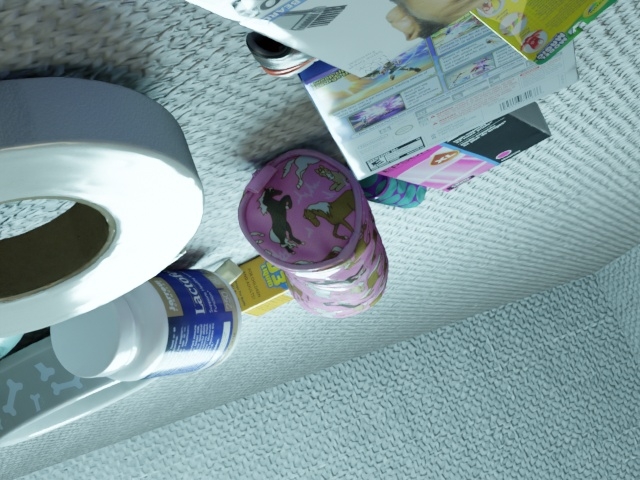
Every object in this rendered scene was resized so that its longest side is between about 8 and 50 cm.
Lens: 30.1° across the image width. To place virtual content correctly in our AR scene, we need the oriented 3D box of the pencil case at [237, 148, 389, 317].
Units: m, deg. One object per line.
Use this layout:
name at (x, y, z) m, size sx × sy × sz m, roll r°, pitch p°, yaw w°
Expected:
pencil case at (0.000, 0.000, 1.586) m, size 0.167 × 0.160 × 0.386 m, roll 0°, pitch 168°, yaw 6°

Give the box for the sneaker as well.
sneaker at (0.004, -0.195, 1.058) m, size 0.158 × 0.061 × 0.065 m, roll -28°, pitch 160°, yaw 18°

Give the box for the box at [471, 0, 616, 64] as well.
box at (0.181, -0.233, 1.052) m, size 0.105 × 0.043 × 0.179 m, roll -41°, pitch 133°, yaw 22°

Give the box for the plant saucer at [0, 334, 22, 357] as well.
plant saucer at (-0.490, 0.152, 1.649) m, size 0.195 × 0.037 × 0.195 m, roll -22°, pitch 168°, yaw -5°

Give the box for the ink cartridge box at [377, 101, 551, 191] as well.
ink cartridge box at (0.165, -0.143, 1.535) m, size 0.176 × 0.069 × 0.371 m, roll -28°, pitch 164°, yaw 21°

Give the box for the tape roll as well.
tape roll at (-0.299, -0.014, 1.115) m, size 0.392 × 0.072 × 0.392 m, roll -19°, pitch 158°, yaw -8°

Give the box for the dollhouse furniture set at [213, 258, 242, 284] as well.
dollhouse furniture set at (-0.160, 0.081, 1.859) m, size 0.114 × 0.091 × 0.081 m, roll -42°, pitch -160°, yaw 9°

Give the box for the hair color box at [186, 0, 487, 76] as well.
hair color box at (0.017, -0.229, 0.841) m, size 0.185 × 0.110 × 0.339 m, roll -29°, pitch 167°, yaw 21°

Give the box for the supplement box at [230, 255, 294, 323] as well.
supplement box at (-0.078, 0.063, 1.898) m, size 0.233 × 0.078 × 0.080 m, roll -26°, pitch 164°, yaw 11°

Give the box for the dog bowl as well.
dog bowl at (-0.387, 0.215, 1.854) m, size 0.349 × 0.102 × 0.349 m, roll -26°, pitch 172°, yaw -4°

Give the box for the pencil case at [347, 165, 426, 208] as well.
pencil case at (0.094, -0.081, 1.642) m, size 0.070 × 0.064 × 0.152 m, roll -19°, pitch 169°, yaw 24°

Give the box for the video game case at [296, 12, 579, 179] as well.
video game case at (0.123, -0.184, 1.210) m, size 0.270 × 0.061 × 0.244 m, roll -24°, pitch 157°, yaw 5°

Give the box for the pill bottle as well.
pill bottle at (-0.242, 0.118, 1.670) m, size 0.153 × 0.153 × 0.265 m, roll -30°, pitch 166°, yaw 28°
